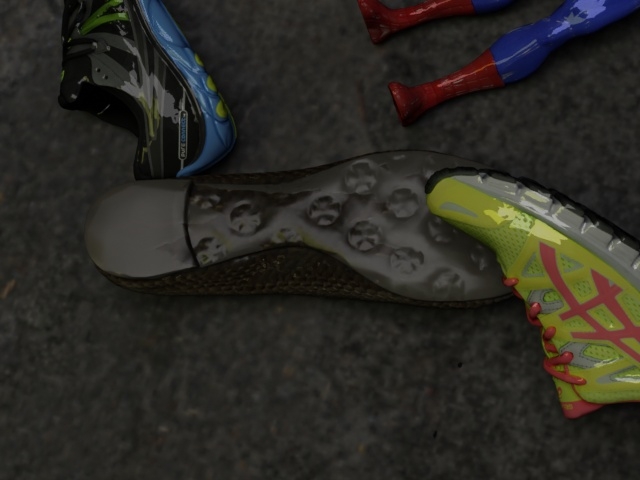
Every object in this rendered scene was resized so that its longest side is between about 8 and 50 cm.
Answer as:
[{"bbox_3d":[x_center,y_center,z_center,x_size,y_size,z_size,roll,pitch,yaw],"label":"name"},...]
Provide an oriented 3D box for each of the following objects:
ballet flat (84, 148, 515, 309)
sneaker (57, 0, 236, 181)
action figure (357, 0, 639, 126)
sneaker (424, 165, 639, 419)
[{"bbox_3d":[0.000,0.000,1.022,0.250,0.058,0.084,-2,75,6],"label":"ballet flat"},{"bbox_3d":[-0.120,-0.111,1.066,0.078,0.067,0.188,-32,73,-5],"label":"sneaker"},{"bbox_3d":[0.156,-0.155,0.991,0.280,0.139,0.091,-20,72,3],"label":"action figure"},{"bbox_3d":[0.132,0.039,0.950,0.208,0.081,0.094,34,97,1],"label":"sneaker"}]
